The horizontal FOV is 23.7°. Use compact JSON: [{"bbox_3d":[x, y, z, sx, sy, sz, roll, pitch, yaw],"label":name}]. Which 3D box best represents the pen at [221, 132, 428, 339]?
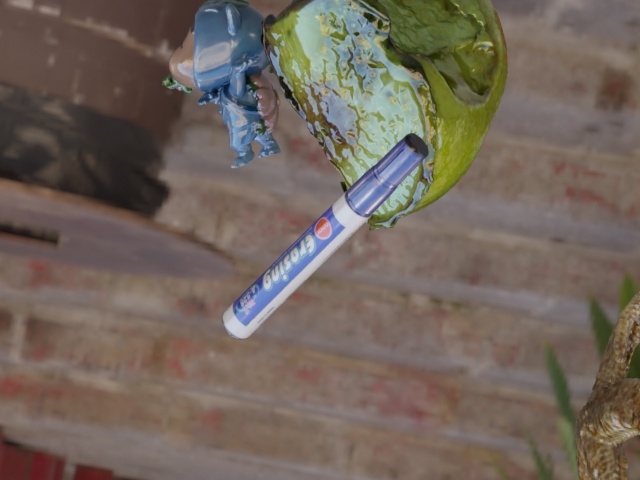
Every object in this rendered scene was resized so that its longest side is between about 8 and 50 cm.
[{"bbox_3d":[0.000,0.000,0.982,0.025,0.025,0.204,16,134,-34],"label":"pen"}]

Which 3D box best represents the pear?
[{"bbox_3d":[0.104,-0.162,1.513,0.164,0.238,0.255,-37,171,40],"label":"pear"}]

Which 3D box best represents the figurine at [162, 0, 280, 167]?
[{"bbox_3d":[-0.109,-0.167,1.629,0.144,0.178,0.114,-11,-170,23],"label":"figurine"}]

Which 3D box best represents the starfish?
[{"bbox_3d":[0.295,0.189,1.479,0.094,0.327,0.375,9,170,4],"label":"starfish"}]
